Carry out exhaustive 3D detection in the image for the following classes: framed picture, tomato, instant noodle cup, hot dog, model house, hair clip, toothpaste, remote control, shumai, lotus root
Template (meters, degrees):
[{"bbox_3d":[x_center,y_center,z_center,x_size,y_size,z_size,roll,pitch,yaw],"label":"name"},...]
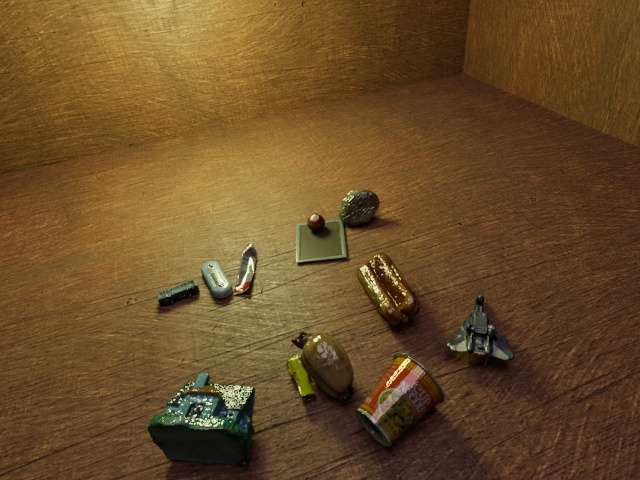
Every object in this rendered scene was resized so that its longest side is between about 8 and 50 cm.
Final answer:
[{"bbox_3d":[0.000,0.000,1.925,0.231,0.019,0.296,-5,39,3],"label":"framed picture"},{"bbox_3d":[-0.023,-0.089,1.963,0.087,0.075,0.087,-5,43,4],"label":"tomato"},{"bbox_3d":[0.216,0.467,1.185,0.212,0.193,0.193,-38,47,-23],"label":"instant noodle cup"},{"bbox_3d":[0.257,0.187,1.567,0.158,0.117,0.349,-31,38,1],"label":"hot dog"},{"bbox_3d":[-0.310,0.488,1.187,0.260,0.226,0.241,2,38,8],"label":"model house"},{"bbox_3d":[-0.062,0.445,1.346,0.072,0.046,0.173,-11,38,-21],"label":"hair clip"},{"bbox_3d":[-0.326,0.118,1.806,0.075,0.048,0.301,-1,41,1],"label":"toothpaste"},{"bbox_3d":[-0.450,0.163,1.766,0.087,0.047,0.244,-27,40,-19],"label":"remote control"},{"bbox_3d":[0.184,-0.166,2.027,0.209,0.161,0.153,-40,10,5],"label":"shumai"},{"bbox_3d":[0.021,0.393,1.317,0.140,0.155,0.257,-25,60,-28],"label":"lotus root"}]

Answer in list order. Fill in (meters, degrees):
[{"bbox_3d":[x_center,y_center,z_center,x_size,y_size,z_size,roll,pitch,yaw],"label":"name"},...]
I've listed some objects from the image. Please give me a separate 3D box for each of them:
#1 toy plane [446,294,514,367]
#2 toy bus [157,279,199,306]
[{"bbox_3d":[0.550,0.279,1.414,0.204,0.103,0.316,6,40,18],"label":"toy plane"},{"bbox_3d":[-0.595,0.219,1.718,0.165,0.047,0.065,-21,36,-17],"label":"toy bus"}]
